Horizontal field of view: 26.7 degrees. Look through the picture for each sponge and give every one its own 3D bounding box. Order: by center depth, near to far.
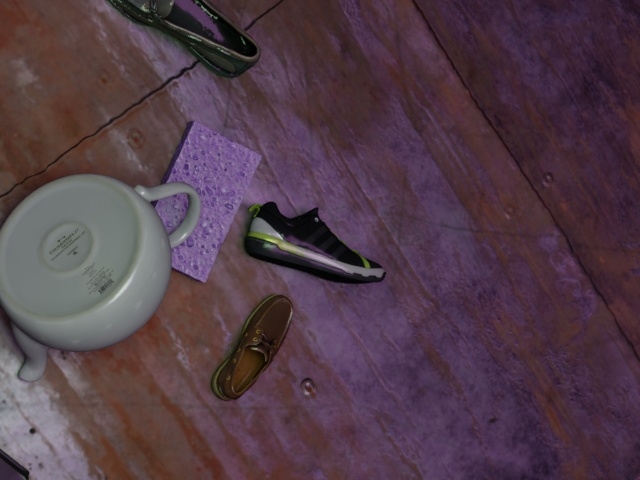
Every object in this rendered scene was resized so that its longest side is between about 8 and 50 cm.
[{"bbox_3d":[-0.177,-0.056,1.946,0.117,0.031,0.210,29,76,-22],"label":"sponge"}]

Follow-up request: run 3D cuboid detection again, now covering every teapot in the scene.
[{"bbox_3d":[-0.297,0.043,1.802,0.256,0.187,0.253,-5,64,14],"label":"teapot"}]

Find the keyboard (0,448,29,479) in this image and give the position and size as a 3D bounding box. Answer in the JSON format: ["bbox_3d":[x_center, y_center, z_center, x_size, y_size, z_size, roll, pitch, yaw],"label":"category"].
[{"bbox_3d":[-0.550,0.297,1.754,0.317,0.033,0.201,42,70,-17],"label":"keyboard"}]

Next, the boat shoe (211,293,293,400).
[{"bbox_3d":[-0.089,0.157,1.962,0.064,0.060,0.178,39,72,-19],"label":"boat shoe"}]

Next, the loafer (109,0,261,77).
[{"bbox_3d":[-0.196,-0.332,1.920,0.267,0.084,0.096,33,75,-21],"label":"loafer"}]

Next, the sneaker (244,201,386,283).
[{"bbox_3d":[0.000,0.000,1.999,0.234,0.084,0.097,17,79,-24],"label":"sneaker"}]
